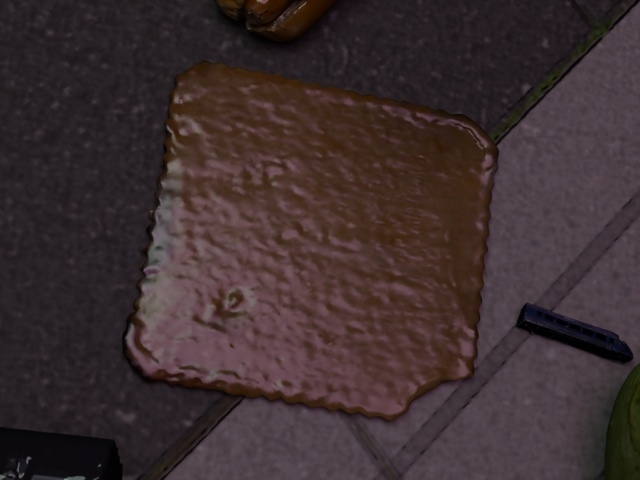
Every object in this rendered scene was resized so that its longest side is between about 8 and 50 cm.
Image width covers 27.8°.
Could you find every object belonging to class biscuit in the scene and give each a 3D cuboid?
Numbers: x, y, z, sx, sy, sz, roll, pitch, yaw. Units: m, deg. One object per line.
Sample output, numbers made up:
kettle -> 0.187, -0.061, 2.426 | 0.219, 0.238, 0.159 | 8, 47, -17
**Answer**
biscuit -> 0.000, 0.000, 0.876 | 0.237, 0.013, 0.232 | 11, 71, -7

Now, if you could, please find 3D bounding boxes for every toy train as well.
toy train -> 0.177, 0.064, 0.890 | 0.083, 0.017, 0.017 | 19, 63, -5

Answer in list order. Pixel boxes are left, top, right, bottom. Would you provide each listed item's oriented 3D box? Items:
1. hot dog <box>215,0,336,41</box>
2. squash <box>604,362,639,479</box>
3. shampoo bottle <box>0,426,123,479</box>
hot dog -> 0.014, -0.251, 0.924 | 0.102, 0.076, 0.249 | 35, 70, 4
squash -> 0.242, 0.247, 0.796 | 0.118, 0.118, 0.370 | 2, 74, -11
shampoo bottle -> -0.273, 0.145, 0.722 | 0.310, 0.071, 0.098 | 6, 60, 3
